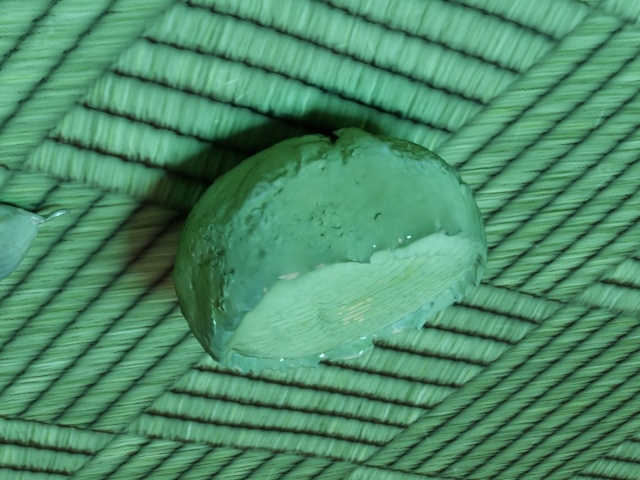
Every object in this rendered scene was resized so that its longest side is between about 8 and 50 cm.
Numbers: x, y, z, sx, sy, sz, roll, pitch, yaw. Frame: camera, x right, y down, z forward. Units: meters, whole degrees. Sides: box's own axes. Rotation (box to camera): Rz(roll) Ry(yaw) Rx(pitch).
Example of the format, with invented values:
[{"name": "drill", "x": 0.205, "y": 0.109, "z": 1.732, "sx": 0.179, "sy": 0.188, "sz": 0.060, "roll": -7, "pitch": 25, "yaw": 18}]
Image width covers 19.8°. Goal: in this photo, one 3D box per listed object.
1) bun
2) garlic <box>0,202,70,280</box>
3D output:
[{"name": "bun", "x": 0.000, "y": 0.000, "z": 1.486, "sx": 0.259, "sy": 0.152, "sz": 0.259, "roll": -20, "pitch": 161, "yaw": -7}, {"name": "garlic", "x": -0.275, "y": 0.005, "z": 1.427, "sx": 0.152, "sy": 0.066, "sz": 0.084, "roll": 14, "pitch": 134, "yaw": -38}]
